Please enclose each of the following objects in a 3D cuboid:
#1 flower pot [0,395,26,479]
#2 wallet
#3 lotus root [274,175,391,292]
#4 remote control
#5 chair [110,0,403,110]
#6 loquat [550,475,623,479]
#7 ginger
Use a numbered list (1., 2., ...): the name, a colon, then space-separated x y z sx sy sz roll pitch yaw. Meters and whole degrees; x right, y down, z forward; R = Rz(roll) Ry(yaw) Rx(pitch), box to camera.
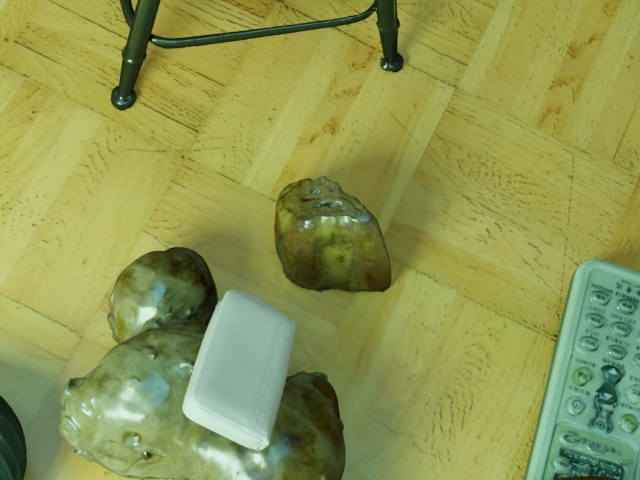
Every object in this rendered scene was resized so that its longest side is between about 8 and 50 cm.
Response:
1. flower pot: -0.396 0.239 1.385 0.189 0.157 0.243 17 43 19
2. wallet: -0.077 0.123 1.397 0.095 0.033 0.190 29 37 -13
3. lotus root: 0.002 -0.003 1.594 0.159 0.135 0.095 38 68 22
4. remote control: 0.312 0.186 1.584 0.128 0.065 0.335 19 66 -3
5. chair: -0.079 -0.420 1.586 0.365 0.410 0.361 -9 69 -12
6. loquat: 0.242 0.366 1.380 0.284 0.276 0.276 -2 67 6
7. ginger: -0.102 0.185 1.467 0.375 0.176 0.256 40 52 8
